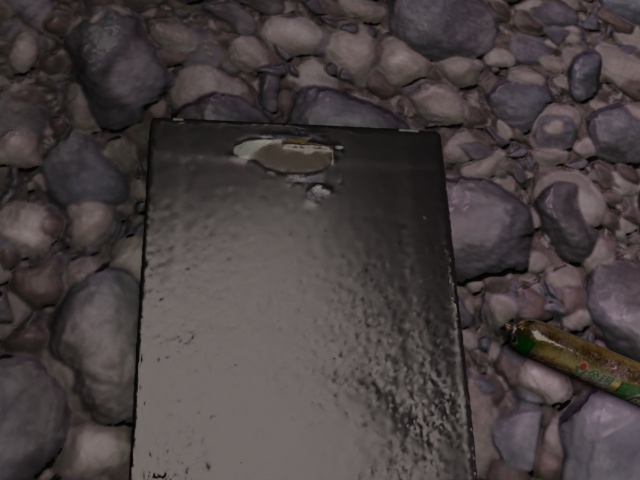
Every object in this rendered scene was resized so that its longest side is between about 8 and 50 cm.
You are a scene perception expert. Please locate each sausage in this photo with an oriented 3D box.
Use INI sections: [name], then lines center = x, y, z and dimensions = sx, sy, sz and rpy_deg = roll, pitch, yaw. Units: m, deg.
[sausage]
center = 0.265, 0.120, 0.517
dimensions = 0.269, 0.033, 0.032
rpy_deg = 24, 66, 1

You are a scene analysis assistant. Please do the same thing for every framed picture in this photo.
[framed picture]
center = -0.011, 0.057, 0.500
dimensions = 0.244, 0.013, 0.323
rpy_deg = 2, 70, -9

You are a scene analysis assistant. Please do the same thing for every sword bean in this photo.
[sword bean]
center = 0.000, 0.000, 0.535
dimensions = 0.083, 0.012, 0.012
rpy_deg = -19, 72, -17
